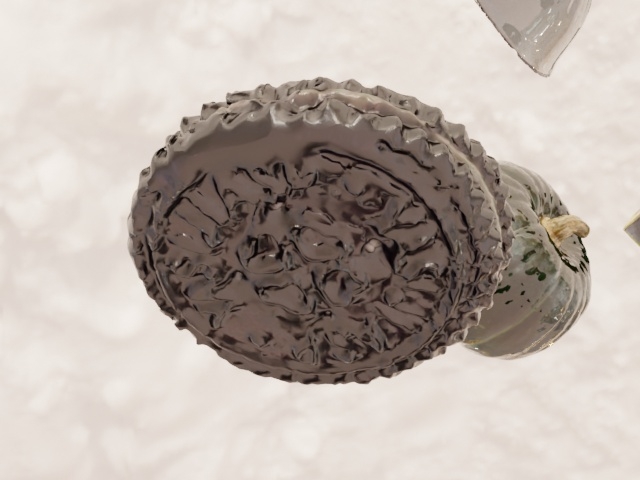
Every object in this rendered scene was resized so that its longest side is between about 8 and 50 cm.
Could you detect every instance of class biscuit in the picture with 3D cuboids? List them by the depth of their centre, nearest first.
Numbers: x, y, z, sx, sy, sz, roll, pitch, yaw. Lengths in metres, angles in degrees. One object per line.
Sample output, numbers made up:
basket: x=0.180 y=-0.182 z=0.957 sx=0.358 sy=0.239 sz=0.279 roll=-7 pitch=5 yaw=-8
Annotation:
biscuit: x=0.000 y=0.000 z=0.623 sx=0.194 sy=0.053 sz=0.195 roll=5 pitch=133 yaw=5

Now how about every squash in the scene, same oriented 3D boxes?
squash: x=0.189 y=0.018 z=1.312 sx=0.218 sy=0.218 sz=0.172 roll=13 pitch=129 yaw=-24

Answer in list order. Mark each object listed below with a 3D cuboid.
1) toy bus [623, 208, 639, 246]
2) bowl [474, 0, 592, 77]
toy bus: x=0.484 y=-0.066 z=1.558 sx=0.081 sy=0.074 sz=0.226 roll=45 pitch=117 yaw=5
bowl: x=0.149 y=-0.219 z=0.899 sx=0.086 sy=0.189 sz=0.189 roll=-32 pitch=133 yaw=23
